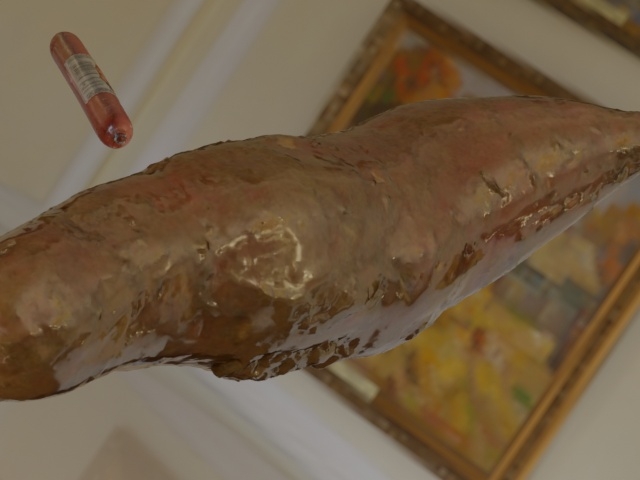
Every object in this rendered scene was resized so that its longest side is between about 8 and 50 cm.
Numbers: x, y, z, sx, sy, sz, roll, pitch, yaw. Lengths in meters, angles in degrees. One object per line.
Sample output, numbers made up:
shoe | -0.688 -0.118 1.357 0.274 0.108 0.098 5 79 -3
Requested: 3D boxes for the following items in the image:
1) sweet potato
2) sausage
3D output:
sweet potato | -0.005 0.003 0.728 0.106 0.354 0.095 -28 -100 54
sausage | -0.201 -0.133 1.600 0.034 0.034 0.253 33 12 -30
